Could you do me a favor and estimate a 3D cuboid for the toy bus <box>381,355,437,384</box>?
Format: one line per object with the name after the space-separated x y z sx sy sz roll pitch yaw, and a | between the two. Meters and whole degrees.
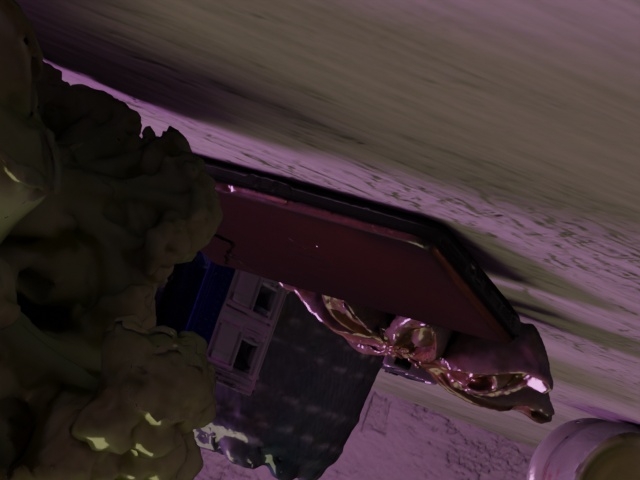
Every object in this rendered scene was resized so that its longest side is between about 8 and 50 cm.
0.079 0.119 1.688 0.052 0.037 0.131 13 172 32 | toy bus

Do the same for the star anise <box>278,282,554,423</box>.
0.064 0.051 1.076 0.208 0.063 0.172 23 169 27 | star anise

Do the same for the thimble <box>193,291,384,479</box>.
-0.059 0.103 1.391 0.205 0.172 0.236 21 176 13 | thimble

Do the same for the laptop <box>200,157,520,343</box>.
0.000 0.000 0.929 0.207 0.026 0.154 15 162 31 | laptop

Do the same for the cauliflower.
-0.164 0.031 0.666 0.260 0.327 0.281 54 152 -19 | cauliflower

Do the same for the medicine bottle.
0.300 0.261 1.729 0.147 0.147 0.143 21 175 -11 | medicine bottle

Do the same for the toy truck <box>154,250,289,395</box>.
-0.171 0.024 1.246 0.268 0.124 0.155 16 172 29 | toy truck
